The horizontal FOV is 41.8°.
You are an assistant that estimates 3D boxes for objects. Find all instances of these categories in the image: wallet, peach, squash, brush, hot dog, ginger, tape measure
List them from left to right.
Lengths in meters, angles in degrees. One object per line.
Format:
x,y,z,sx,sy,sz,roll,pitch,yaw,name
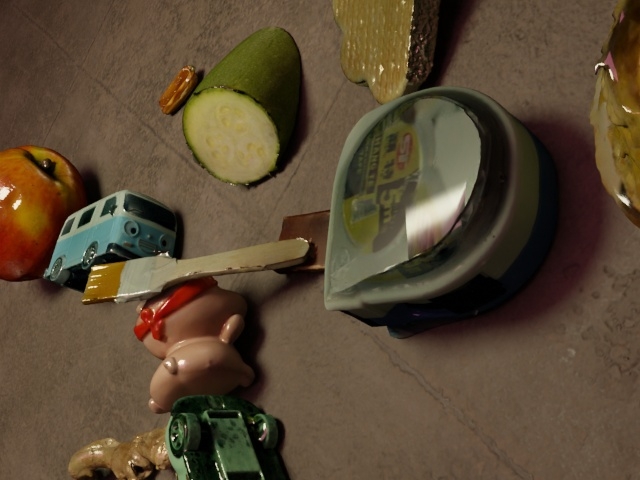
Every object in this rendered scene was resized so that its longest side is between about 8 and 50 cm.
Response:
-0.612,-0.055,1.727,0.281,0.238,0.280,3,95,31,peach
-0.315,0.352,1.336,0.288,0.075,0.089,-24,61,36,ginger
-0.269,-0.285,1.603,0.122,0.037,0.049,-42,57,36,hot dog
-0.175,0.041,1.179,0.337,0.020,0.085,-9,44,13,brush
-0.099,-0.230,1.390,0.189,0.189,0.260,-32,15,36,squash
0.000,0.000,1.166,0.176,0.026,0.095,-8,61,45,wallet
0.129,-0.038,0.949,0.262,0.138,0.259,-15,64,45,tape measure

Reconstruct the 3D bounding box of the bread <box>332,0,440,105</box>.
0.089,-0.331,1.149,0.207,0.056,0.286,27,113,55,bread

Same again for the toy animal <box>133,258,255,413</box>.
-0.192,0.140,1.227,0.171,0.171,0.197,-37,56,32,toy animal

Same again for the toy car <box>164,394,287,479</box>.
-0.110,0.334,1.057,0.125,0.136,0.305,-59,39,32,toy car

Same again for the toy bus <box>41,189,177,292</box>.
-0.370,0.004,1.506,0.271,0.133,0.164,-16,57,47,toy bus

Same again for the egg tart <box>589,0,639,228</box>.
0.372,-0.156,0.732,0.345,0.132,0.345,-21,60,40,egg tart
